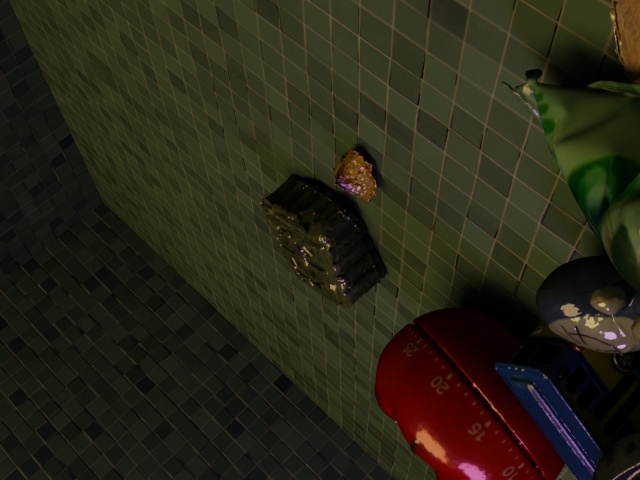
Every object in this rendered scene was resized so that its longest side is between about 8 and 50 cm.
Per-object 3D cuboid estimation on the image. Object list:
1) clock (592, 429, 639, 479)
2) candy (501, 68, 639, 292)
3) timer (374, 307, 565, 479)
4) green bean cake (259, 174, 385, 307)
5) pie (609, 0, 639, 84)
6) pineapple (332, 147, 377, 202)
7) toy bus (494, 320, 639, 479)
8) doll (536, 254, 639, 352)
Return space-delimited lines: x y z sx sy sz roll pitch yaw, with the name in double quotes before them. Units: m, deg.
"clock" 0.546 0.367 1.206 0.319 0.066 0.318 6 131 7
"candy" 0.333 -0.054 0.897 0.263 0.172 0.398 53 -179 -22
"timer" 0.278 0.300 1.561 0.378 0.279 0.378 50 178 3
"green bean cake" 0.000 0.000 1.855 0.241 0.132 0.255 33 156 46
"pie" 0.355 -0.208 0.816 0.185 0.052 0.218 44 163 6
"pineapple" 0.051 -0.124 1.598 0.114 0.077 0.114 42 160 59
"toy bus" 0.429 0.255 1.346 0.287 0.175 0.138 52 162 -12
"doll" 0.401 0.091 1.111 0.228 0.154 0.258 18 164 -29
